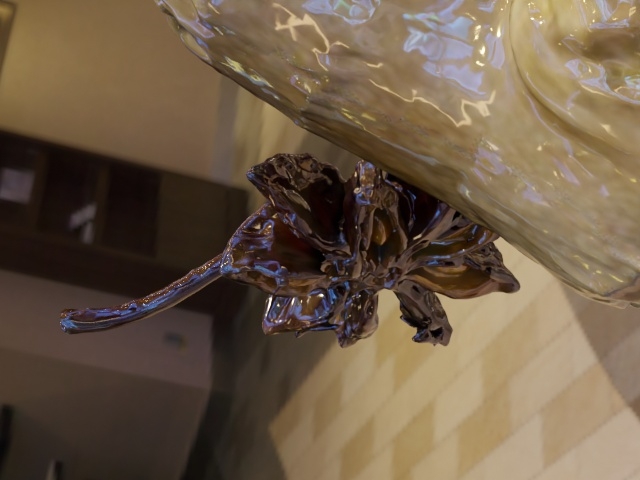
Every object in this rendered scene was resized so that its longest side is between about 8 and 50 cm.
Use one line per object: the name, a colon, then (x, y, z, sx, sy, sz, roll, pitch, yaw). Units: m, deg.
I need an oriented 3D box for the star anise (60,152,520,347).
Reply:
star anise: (-0.002, 0.002, 0.682, 0.177, 0.233, 0.073, 121, 142, -46)

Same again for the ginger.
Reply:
ginger: (0.051, -0.077, 0.438, 0.130, 0.275, 0.221, -60, 16, 6)
